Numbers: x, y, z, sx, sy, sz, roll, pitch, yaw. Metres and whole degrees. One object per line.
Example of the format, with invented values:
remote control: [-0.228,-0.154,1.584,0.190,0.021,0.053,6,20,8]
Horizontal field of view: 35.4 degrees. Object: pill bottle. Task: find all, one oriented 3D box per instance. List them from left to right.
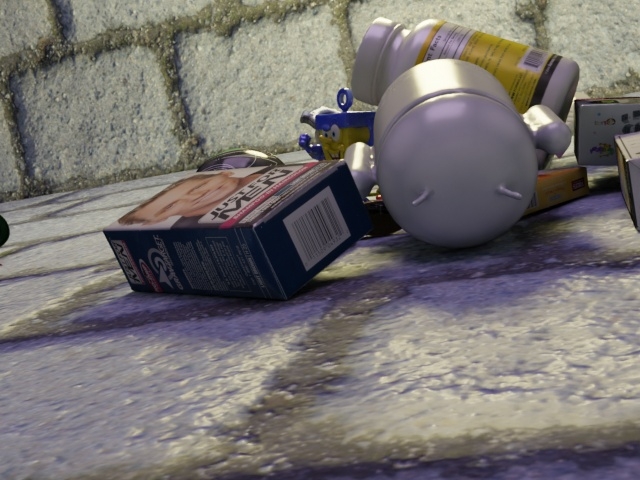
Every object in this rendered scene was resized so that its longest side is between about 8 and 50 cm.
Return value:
pill bottle: [0.228,-0.244,1.611,0.333,0.188,0.188,21,20,17]

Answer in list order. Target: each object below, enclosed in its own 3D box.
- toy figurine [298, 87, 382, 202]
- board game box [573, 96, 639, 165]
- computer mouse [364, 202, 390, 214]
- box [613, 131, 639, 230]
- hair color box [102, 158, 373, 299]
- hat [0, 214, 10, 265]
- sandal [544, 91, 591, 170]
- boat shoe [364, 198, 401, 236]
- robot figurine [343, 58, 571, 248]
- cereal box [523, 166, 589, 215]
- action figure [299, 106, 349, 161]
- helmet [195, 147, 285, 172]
toy figurine: [0.060,-0.163,1.772,0.191,0.217,0.362,-15,12,-28]
board game box: [0.543,-0.170,1.520,0.303,0.098,0.224,1,12,12]
computer mouse: [0.028,-0.044,1.420,0.242,0.041,0.071,6,13,1]
box: [0.470,-0.092,1.274,0.169,0.087,0.290,-9,10,14]
hair color box: [-0.118,-0.015,1.316,0.347,0.105,0.174,-1,29,48]
hat: [-0.738,0.041,2.093,0.173,0.184,0.208,-6,-34,-11]
sandal: [0.373,-0.169,1.805,0.169,0.102,0.416,13,33,27]
boat shoe: [0.063,-0.031,1.489,0.153,0.056,0.048,-16,12,13]
robot figurine: [0.170,-0.116,1.310,0.299,0.200,0.353,-16,23,7]
cereal box: [0.257,-0.070,1.516,0.173,0.047,0.240,-18,12,-39]
action figure: [0.129,-0.200,2.320,0.341,0.179,0.330,24,31,23]
helmet: [-0.134,-0.077,1.672,0.169,0.169,0.161,-15,-6,-23]
